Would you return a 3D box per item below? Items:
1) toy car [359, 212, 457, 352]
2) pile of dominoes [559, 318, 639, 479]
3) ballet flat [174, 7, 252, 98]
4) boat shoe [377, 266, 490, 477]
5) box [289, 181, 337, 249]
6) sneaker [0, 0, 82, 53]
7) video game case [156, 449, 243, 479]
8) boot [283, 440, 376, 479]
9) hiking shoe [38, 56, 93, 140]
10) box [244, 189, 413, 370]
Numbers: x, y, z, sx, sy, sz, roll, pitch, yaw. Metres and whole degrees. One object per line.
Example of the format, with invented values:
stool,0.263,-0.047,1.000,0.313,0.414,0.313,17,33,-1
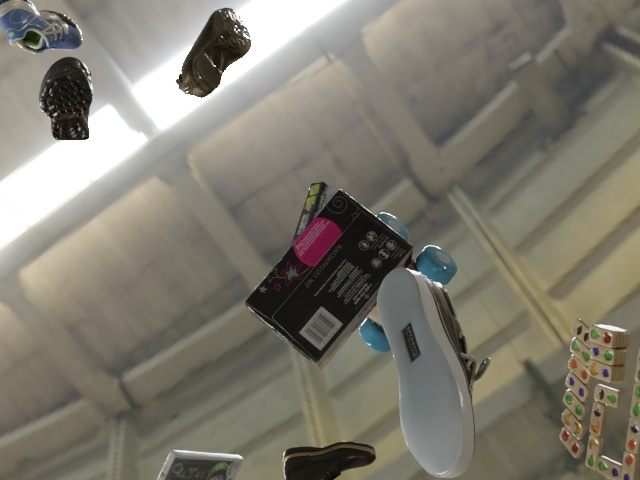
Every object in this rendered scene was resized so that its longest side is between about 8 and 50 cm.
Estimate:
toy car,0.124,0.040,2.268,0.219,0.210,0.238,-52,-170,27
pile of dominoes,0.464,0.267,2.054,0.040,0.251,0.196,3,-173,-29
ballet flat,-0.161,-0.276,1.820,0.058,0.084,0.250,-29,-157,28
boat shoe,0.159,0.175,1.604,0.113,0.105,0.306,-49,-140,30
box,0.000,0.000,2.432,0.036,0.114,0.207,-6,-122,45
sneaker,-0.509,-0.372,2.217,0.080,0.081,0.211,-27,163,25
video game case,-0.259,0.502,2.443,0.022,0.190,0.173,34,-77,42
boot,0.019,0.498,2.548,0.198,0.076,0.137,-10,-137,11
hiking shoe,-0.411,-0.250,1.972,0.086,0.114,0.227,-2,158,-13
box,0.018,0.070,2.022,0.247,0.163,0.142,-50,171,-7
